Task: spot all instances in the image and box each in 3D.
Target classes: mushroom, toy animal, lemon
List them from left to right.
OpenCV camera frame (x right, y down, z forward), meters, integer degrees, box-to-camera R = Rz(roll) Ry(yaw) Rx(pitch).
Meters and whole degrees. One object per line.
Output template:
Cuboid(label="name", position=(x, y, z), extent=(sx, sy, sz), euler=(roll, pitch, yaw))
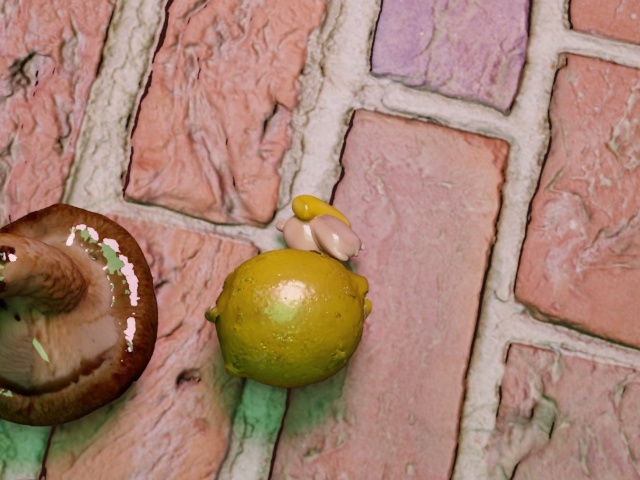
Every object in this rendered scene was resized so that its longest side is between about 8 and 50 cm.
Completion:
Cuboid(label="mushroom", position=(-0.321, 0.094, 1.662), extent=(0.267, 0.254, 0.267), euler=(-1, 101, -8))
Cuboid(label="lemon", position=(-0.034, 0.093, 1.686), extent=(0.206, 0.173, 0.173), euler=(-18, 76, -7))
Cuboid(label="toy animal", position=(0.000, 0.000, 1.769), extent=(0.114, 0.091, 0.082), euler=(43, 104, 21))

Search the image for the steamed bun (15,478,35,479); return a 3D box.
Cuboid(label="steamed bun", position=(-0.359, 0.367, 1.622), extent=(0.183, 0.106, 0.183), euler=(1, 75, -5))
